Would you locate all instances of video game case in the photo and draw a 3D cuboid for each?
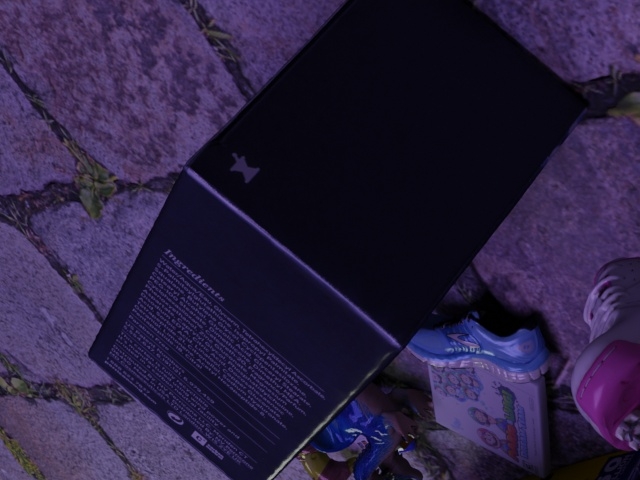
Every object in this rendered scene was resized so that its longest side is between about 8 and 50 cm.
[{"bbox_3d":[0.174,0.167,1.560,0.143,0.019,0.157,25,145,32],"label":"video game case"}]

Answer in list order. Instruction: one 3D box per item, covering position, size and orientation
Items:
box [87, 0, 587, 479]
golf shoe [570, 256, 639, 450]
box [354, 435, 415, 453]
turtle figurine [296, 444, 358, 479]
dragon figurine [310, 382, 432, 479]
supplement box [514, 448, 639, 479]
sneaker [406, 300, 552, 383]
[{"bbox_3d":[0.000,0.000,1.293,0.212,0.293,0.395,40,149,2],"label":"box"},{"bbox_3d":[0.246,0.077,1.154,0.140,0.306,0.115,37,110,25],"label":"golf shoe"},{"bbox_3d":[0.050,0.204,1.742,0.136,0.028,0.081,50,147,-9],"label":"box"},{"bbox_3d":[-0.053,0.218,1.796,0.217,0.087,0.269,38,156,4],"label":"turtle figurine"},{"bbox_3d":[0.022,0.179,1.648,0.289,0.085,0.144,45,131,-10],"label":"dragon figurine"},{"bbox_3d":[0.254,0.371,1.563,0.195,0.194,0.356,46,148,-7],"label":"supplement box"},{"bbox_3d":[0.151,0.085,1.470,0.162,0.063,0.073,8,124,31],"label":"sneaker"}]
